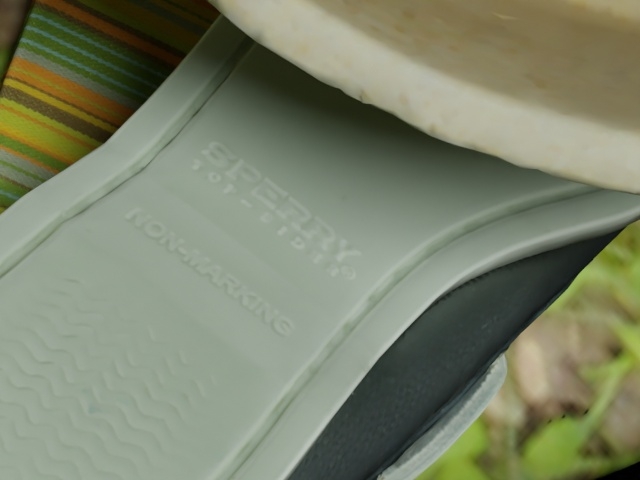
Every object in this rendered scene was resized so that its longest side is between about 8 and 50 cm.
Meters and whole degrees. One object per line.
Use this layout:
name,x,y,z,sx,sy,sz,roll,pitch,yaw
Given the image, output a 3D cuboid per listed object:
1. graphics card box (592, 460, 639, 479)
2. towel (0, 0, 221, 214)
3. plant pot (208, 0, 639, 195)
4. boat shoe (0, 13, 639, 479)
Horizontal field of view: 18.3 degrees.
graphics card box,0.131,0.233,0.434,0.233,0.094,0.371,-9,78,-67
towel,-0.018,-0.088,0.548,0.102,0.021,0.237,25,70,-21
plant pot,0.118,-0.205,0.440,0.334,0.334,0.305,56,23,-3
boat shoe,0.000,0.000,0.479,0.302,0.091,0.114,-35,73,-33
